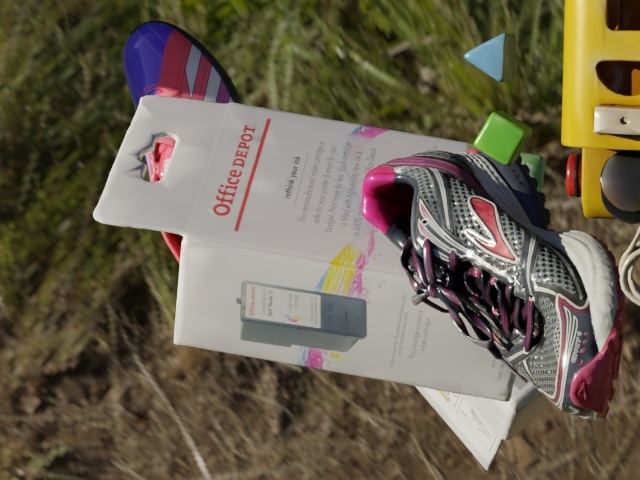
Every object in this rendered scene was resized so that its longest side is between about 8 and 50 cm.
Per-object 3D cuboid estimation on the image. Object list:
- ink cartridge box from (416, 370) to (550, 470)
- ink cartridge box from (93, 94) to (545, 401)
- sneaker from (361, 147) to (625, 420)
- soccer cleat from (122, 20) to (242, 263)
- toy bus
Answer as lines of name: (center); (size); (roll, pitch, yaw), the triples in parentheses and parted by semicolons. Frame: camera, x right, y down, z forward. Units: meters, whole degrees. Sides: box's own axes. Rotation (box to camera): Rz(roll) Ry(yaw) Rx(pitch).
ink cartridge box: (0.103, 0.069, 1.712); (0.066, 0.261, 0.296); (-38, 75, -11)
ink cartridge box: (0.000, 0.000, 1.467); (0.353, 0.119, 0.207); (10, 37, 3)
sneaker: (0.123, 0.032, 1.253); (0.112, 0.121, 0.299); (-4, 28, -20)
soccer cleat: (-0.126, -0.072, 1.723); (0.108, 0.116, 0.318); (-29, 81, 37)
toy bus: (0.190, -0.080, 1.044); (0.202, 0.104, 0.191); (47, 108, 8)
